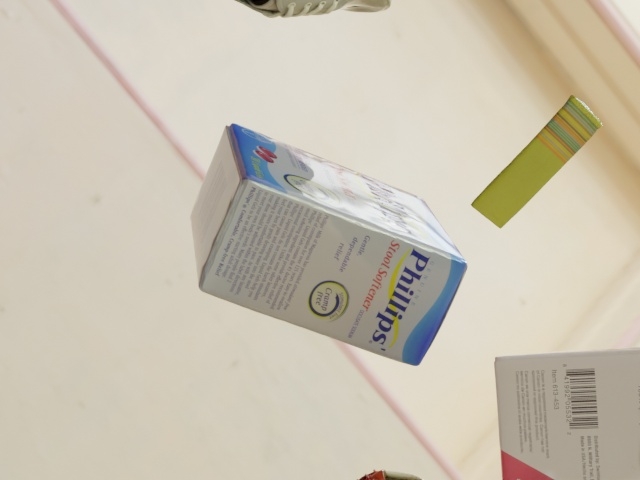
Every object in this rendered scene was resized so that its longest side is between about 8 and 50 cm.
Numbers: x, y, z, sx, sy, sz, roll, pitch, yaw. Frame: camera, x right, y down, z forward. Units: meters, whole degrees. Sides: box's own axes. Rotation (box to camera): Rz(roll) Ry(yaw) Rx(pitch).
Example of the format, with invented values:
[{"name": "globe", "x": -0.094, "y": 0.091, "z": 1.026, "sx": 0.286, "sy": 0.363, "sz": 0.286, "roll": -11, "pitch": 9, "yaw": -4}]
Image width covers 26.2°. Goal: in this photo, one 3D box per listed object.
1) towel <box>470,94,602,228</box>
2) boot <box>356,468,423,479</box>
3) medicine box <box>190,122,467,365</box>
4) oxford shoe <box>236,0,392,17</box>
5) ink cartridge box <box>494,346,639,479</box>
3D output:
[{"name": "towel", "x": 0.342, "y": -0.125, "z": 2.190, "sx": 0.237, "sy": 0.102, "sz": 0.021, "roll": -47, "pitch": -132, "yaw": 9}, {"name": "boot", "x": 0.041, "y": 0.289, "z": 1.551, "sx": 0.059, "sy": 0.157, "sz": 0.085, "roll": -93, "pitch": -169, "yaw": -64}, {"name": "medicine box", "x": 0.000, "y": 0.000, "z": 1.687, "sx": 0.263, "sy": 0.289, "sz": 0.149, "roll": -112, "pitch": -136, "yaw": -70}, {"name": "oxford shoe", "x": -0.044, "y": -0.414, "z": 2.212, "sx": 0.169, "sy": 0.130, "sz": 0.449, "roll": -1, "pitch": 174, "yaw": 36}, {"name": "ink cartridge box", "x": 0.279, "y": 0.179, "z": 1.202, "sx": 0.237, "sy": 0.172, "sz": 0.100, "roll": -4, "pitch": 176, "yaw": 14}]
